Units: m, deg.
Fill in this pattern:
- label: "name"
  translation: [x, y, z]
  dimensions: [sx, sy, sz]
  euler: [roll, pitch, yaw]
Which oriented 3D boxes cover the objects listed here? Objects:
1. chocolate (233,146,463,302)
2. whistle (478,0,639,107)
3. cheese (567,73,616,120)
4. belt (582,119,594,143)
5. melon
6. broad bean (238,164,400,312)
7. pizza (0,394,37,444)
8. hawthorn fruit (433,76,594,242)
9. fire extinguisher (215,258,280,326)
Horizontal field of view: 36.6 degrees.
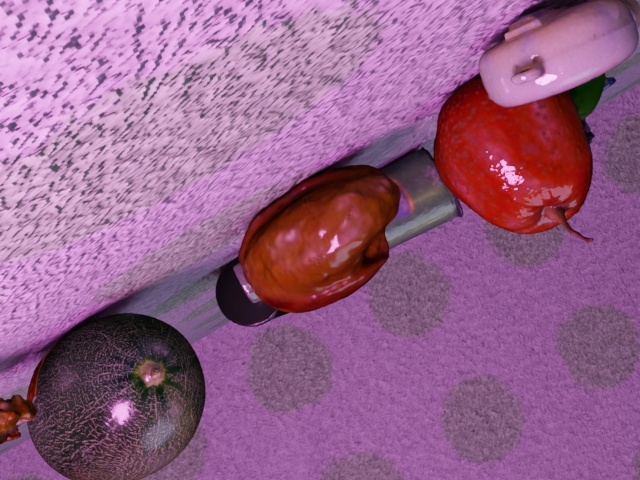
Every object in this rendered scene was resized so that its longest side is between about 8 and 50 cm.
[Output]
- label: "chocolate"
  translation: [0.028, -0.011, 1.232]
  dimensions: [0.291, 0.110, 0.110]
  euler: [-28, 176, -5]
- label: "whistle"
  translation: [0.213, -0.170, 0.809]
  dimensions: [0.126, 0.067, 0.258]
  euler: [-17, -170, 38]
- label: "cheese"
  translation: [0.271, -0.163, 1.157]
  dimensions: [0.204, 0.083, 0.320]
  euler: [-35, 172, 32]
- label: "belt"
  translation: [0.381, -0.167, 1.603]
  dimensions: [0.122, 0.128, 0.218]
  euler: [-32, 175, 30]
- label: "melon"
  translation: [-0.221, 0.173, 1.054]
  dimensions: [0.182, 0.182, 0.288]
  euler: [-28, 177, -37]
- label: "broad bean"
  translation: [0.003, 0.002, 0.995]
  dimensions: [0.156, 0.122, 0.228]
  euler: [-25, 177, -35]
- label: "pizza"
  translation: [-0.358, 0.169, 0.885]
  dimensions: [0.147, 0.069, 0.226]
  euler: [-9, 174, 4]
- label: "hawthorn fruit"
  translation: [0.202, -0.067, 0.941]
  dimensions: [0.163, 0.203, 0.162]
  euler: [-23, 161, -8]
- label: "fire extinguisher"
  translation: [-0.075, 0.064, 1.433]
  dimensions: [0.114, 0.095, 0.311]
  euler: [-61, 174, 1]
